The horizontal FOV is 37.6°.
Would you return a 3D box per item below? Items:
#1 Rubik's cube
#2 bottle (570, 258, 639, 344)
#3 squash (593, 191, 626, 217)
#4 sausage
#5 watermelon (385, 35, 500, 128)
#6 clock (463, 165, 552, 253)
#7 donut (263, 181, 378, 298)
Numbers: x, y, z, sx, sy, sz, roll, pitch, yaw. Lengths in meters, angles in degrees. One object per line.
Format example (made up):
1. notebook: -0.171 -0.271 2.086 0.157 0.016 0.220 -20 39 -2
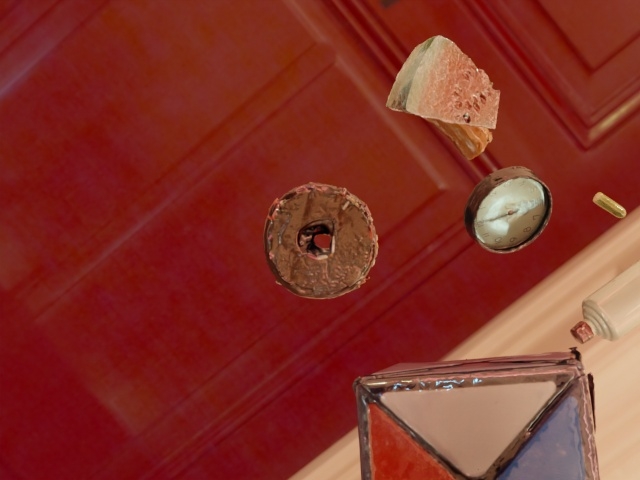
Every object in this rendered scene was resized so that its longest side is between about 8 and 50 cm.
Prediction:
1. Rubik's cube: 0.224 0.314 1.277 0.310 0.307 0.305 10 74 -73
2. bottle: 0.607 0.125 1.880 0.104 0.245 0.104 55 -6 9
3. squash: 0.644 -0.075 2.081 0.083 0.027 0.027 30 14 -15
4. sausage: 0.318 -0.321 2.403 0.270 0.109 0.109 37 10 -6
5. watermelon: 0.249 -0.273 1.753 0.241 0.154 0.094 22 4 -31
6. clock: 0.378 -0.058 1.882 0.184 0.184 0.040 45 7 -34
7. donut: 0.000 0.000 2.083 0.269 0.270 0.103 51 10 2
